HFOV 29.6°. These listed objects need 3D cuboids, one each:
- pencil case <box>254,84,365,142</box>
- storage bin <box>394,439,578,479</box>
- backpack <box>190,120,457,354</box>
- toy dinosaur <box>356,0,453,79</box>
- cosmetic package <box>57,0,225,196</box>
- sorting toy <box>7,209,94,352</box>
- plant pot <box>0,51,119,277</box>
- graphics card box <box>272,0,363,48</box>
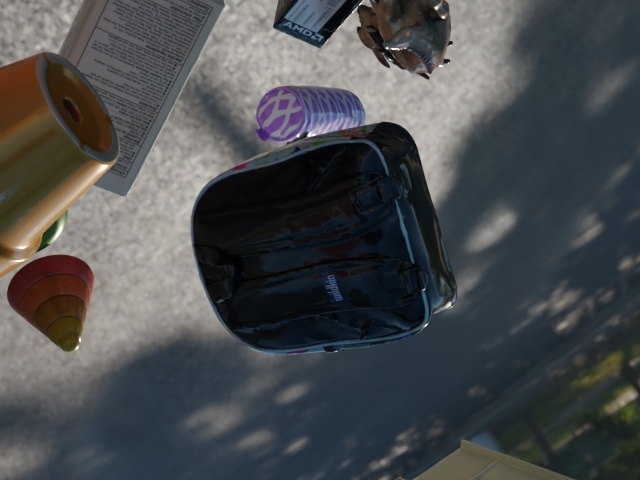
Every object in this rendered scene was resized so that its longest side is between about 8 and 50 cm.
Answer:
[{"bbox_3d":[-0.013,-0.185,1.795,0.088,0.086,0.206,-36,165,26],"label":"pencil case"},{"bbox_3d":[0.238,0.406,1.429,0.123,0.262,0.260,-26,-154,-38],"label":"storage bin"},{"bbox_3d":[0.000,0.000,1.266,0.253,0.225,0.191,-15,-172,23],"label":"backpack"},{"bbox_3d":[0.115,-0.268,1.534,0.127,0.296,0.200,-3,123,0],"label":"toy dinosaur"},{"bbox_3d":[-0.256,-0.227,1.558,0.153,0.129,0.296,23,113,-22],"label":"cosmetic package"},{"bbox_3d":[-0.367,0.020,1.546,0.127,0.126,0.365,-21,138,-10],"label":"sorting toy"},{"bbox_3d":[-0.313,-0.087,1.208,0.188,0.205,0.205,-30,166,15],"label":"plant pot"},{"bbox_3d":[0.061,-0.467,1.729,0.094,0.233,0.371,19,151,-19],"label":"graphics card box"}]
